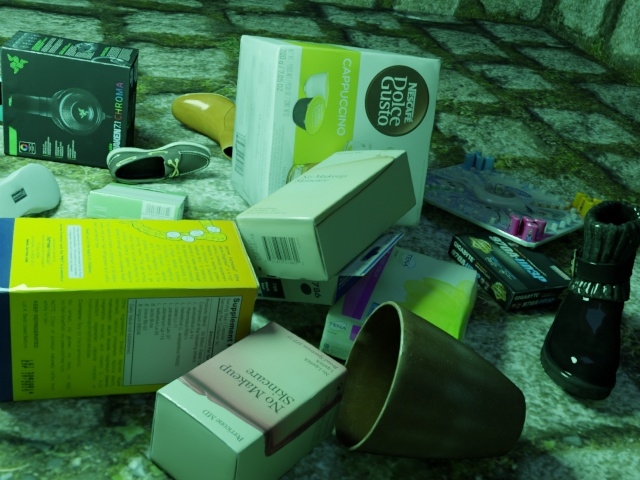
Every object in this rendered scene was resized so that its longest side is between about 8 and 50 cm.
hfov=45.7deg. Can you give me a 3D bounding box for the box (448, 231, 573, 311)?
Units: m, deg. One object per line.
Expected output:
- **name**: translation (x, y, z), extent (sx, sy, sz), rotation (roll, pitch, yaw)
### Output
- **box**: translation (0.397, 0.058, 1.582), extent (0.175, 0.051, 0.220), rotation (-4, 33, -26)

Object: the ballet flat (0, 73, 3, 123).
- **ballet flat**: translation (-0.679, -0.329, 1.810), extent (0.342, 0.116, 0.124), rotation (5, 11, -12)

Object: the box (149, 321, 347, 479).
- **box**: translation (-0.094, 0.234, 1.031), extent (0.148, 0.127, 0.232), rotation (29, 34, 26)

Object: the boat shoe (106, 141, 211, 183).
- **boat shoe**: translation (-0.348, -0.164, 1.667), extent (0.227, 0.081, 0.069), rotation (-7, 37, -17)

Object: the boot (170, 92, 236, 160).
- **boot**: translation (-0.234, -0.266, 1.852), extent (0.295, 0.104, 0.211), rotation (13, 29, -7)

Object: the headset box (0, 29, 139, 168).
- **headset box**: translation (-0.554, -0.307, 1.661), extent (0.283, 0.246, 0.131), rotation (8, 30, -8)

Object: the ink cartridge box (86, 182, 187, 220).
- **ink cartridge box**: translation (-0.361, -0.072, 1.530), extent (0.171, 0.056, 0.235), rotation (8, 6, -7)

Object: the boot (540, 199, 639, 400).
- **boot**: translation (0.497, 0.092, 1.351), extent (0.131, 0.260, 0.348), rotation (18, 30, 10)

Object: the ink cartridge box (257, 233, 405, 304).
- **ink cartridge box**: translation (-0.029, 0.043, 1.314), extent (0.332, 0.065, 0.165), rotation (1, 25, 34)

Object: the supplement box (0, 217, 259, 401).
- **supplement box**: translation (-0.293, 0.095, 1.129), extent (0.356, 0.194, 0.195), rotation (1, 32, -20)

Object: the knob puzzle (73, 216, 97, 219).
- **knob puzzle**: translation (-0.458, 0.006, 1.359), extent (0.213, 0.030, 0.213), rotation (0, 19, 0)

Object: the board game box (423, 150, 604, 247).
- **board game box**: translation (0.432, -0.116, 1.831), extent (0.390, 0.050, 0.390), rotation (29, 29, 34)

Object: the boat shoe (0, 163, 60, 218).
- **boat shoe**: translation (-0.580, -0.071, 1.417), extent (0.088, 0.096, 0.267), rotation (-18, 19, 13)

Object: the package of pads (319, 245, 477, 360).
- **package of pads**: translation (0.151, 0.121, 1.337), extent (0.229, 0.101, 0.296), rotation (17, 31, 9)

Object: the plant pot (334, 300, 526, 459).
- **plant pot**: translation (0.169, 0.227, 1.092), extent (0.230, 0.215, 0.215), rotation (21, 28, -13)

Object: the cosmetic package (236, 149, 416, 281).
- **cosmetic package**: translation (0.019, -0.050, 1.284), extent (0.160, 0.113, 0.309), rotation (2, 27, 34)

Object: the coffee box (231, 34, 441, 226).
- **coffee box**: translation (0.017, -0.234, 1.584), extent (0.334, 0.338, 0.338), rotation (1, 16, -19)
